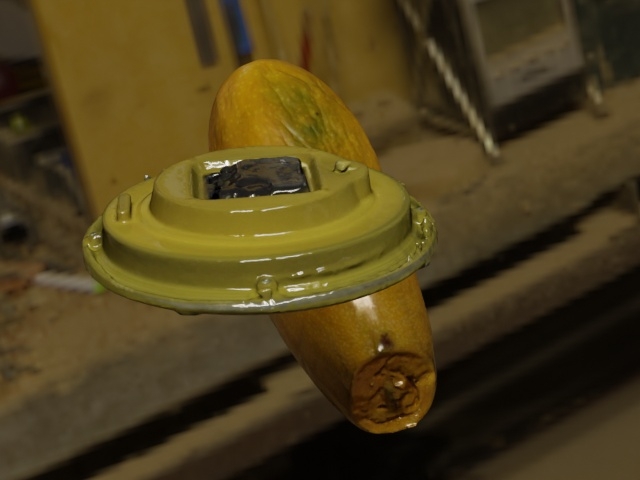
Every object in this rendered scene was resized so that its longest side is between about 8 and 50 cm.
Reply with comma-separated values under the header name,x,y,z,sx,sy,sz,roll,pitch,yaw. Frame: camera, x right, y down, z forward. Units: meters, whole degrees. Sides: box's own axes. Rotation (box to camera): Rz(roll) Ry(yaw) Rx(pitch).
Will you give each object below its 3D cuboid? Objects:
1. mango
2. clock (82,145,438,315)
name,x,y,z,sx,sy,sz,roll,pitch,yaw
mango,0.001,0.003,1.537,0.144,0.359,0.187,-22,-14,-4
clock,-0.040,-0.019,1.154,0.237,0.057,0.237,-3,21,1
